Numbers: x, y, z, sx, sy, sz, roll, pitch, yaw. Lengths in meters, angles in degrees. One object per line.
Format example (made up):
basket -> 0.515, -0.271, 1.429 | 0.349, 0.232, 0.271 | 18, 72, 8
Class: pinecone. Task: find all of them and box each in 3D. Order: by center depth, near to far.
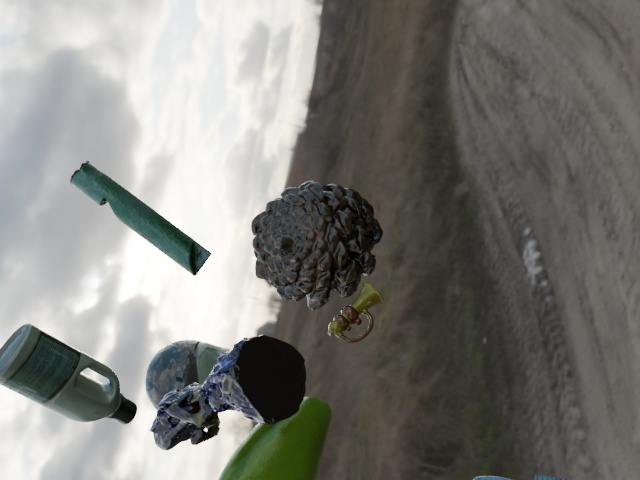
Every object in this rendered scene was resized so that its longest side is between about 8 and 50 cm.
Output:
pinecone -> 0.006, -0.002, 1.461 | 0.257, 0.243, 0.243 | -24, -37, -33

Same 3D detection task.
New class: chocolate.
chocolate -> -0.173, 0.247, 1.176 | 0.343, 0.126, 0.148 | -29, 30, 41

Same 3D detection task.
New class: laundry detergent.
laundry detergent -> -0.372, 0.216, 1.166 | 0.099, 0.226, 0.070 | -54, 30, -4

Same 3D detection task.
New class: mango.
mango -> -0.088, 0.489, 1.709 | 0.343, 0.192, 0.156 | -51, 13, -21

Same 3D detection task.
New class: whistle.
whistle -> -0.215, -0.026, 0.933 | 0.039, 0.186, 0.039 | -53, 1, 2
whistle -> 0.061, 0.129, 1.299 | 0.109, 0.057, 0.046 | -47, 8, -23

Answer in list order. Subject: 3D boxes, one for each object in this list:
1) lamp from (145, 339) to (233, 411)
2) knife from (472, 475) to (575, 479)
lamp -> -0.237, 0.287, 1.700 | 0.182, 0.314, 0.181 | 54, -157, -35
knife -> 0.419, 0.474, 1.491 | 0.313, 0.019, 0.044 | -10, 62, 47
